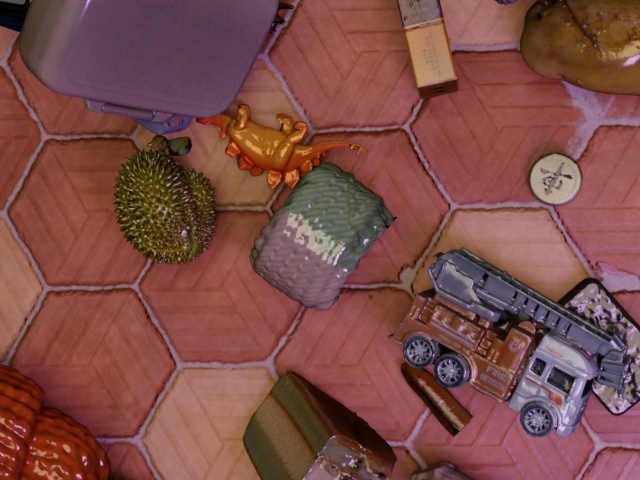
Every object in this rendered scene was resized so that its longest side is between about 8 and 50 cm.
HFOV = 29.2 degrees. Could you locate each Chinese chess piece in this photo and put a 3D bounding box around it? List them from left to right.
[{"bbox_3d":[0.364,-0.094,1.899,0.084,0.034,0.084,0,91,9],"label":"Chinese chess piece"}]

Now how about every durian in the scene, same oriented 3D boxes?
[{"bbox_3d":[-0.251,-0.051,1.915,0.146,0.159,0.198,-20,107,36],"label":"durian"}]

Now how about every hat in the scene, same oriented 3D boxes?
[{"bbox_3d":[-0.430,0.368,1.895,0.400,0.285,0.285,18,92,4],"label":"hat"}]

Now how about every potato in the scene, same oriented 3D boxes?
[{"bbox_3d":[0.451,-0.295,1.832,0.300,0.140,0.173,10,51,10],"label":"potato"}]

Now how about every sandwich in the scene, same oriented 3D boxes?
[{"bbox_3d":[-0.015,0.325,1.866,0.227,0.198,0.155,38,95,6],"label":"sandwich"}]

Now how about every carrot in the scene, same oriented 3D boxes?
[{"bbox_3d":[0.179,0.241,1.917,0.048,0.048,0.139,-42,83,6],"label":"carrot"}]

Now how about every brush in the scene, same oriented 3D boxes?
[{"bbox_3d":[0.434,0.163,1.875,0.123,0.059,0.197,-42,83,9],"label":"brush"}]

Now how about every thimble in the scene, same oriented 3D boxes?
[{"bbox_3d":[0.000,0.000,1.859,0.150,0.219,0.219,37,94,3],"label":"thimble"}]

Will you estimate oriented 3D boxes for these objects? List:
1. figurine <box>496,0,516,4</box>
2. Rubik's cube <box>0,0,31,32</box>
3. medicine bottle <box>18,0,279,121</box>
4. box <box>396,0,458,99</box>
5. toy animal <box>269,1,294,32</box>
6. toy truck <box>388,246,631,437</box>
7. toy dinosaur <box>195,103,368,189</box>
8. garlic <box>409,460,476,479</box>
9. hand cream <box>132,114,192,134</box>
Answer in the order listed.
[{"bbox_3d":[0.430,-0.464,1.787,0.382,0.261,0.186,-4,127,6],"label":"figurine"},{"bbox_3d":[-0.408,-0.458,1.844,0.283,0.288,0.293,11,89,32],"label":"Rubik's cube"},{"bbox_3d":[-0.238,-0.311,1.754,0.123,0.375,0.282,39,111,33],"label":"medicine bottle"},{"bbox_3d":[0.155,-0.343,1.870,0.070,0.152,0.237,-15,89,7],"label":"box"},{"bbox_3d":[-0.168,-0.454,1.948,0.260,0.087,0.243,5,92,11],"label":"toy animal"},{"bbox_3d":[0.290,0.157,1.819,0.338,0.133,0.184,28,105,18],"label":"toy truck"},{"bbox_3d":[-0.069,-0.141,1.943,0.288,0.070,0.117,17,103,11],"label":"toy dinosaur"},{"bbox_3d":[0.191,0.523,1.824,0.246,0.231,0.340,26,87,4],"label":"garlic"},{"bbox_3d":[-0.243,-0.187,1.912,0.065,0.171,0.043,32,106,7],"label":"hand cream"}]
